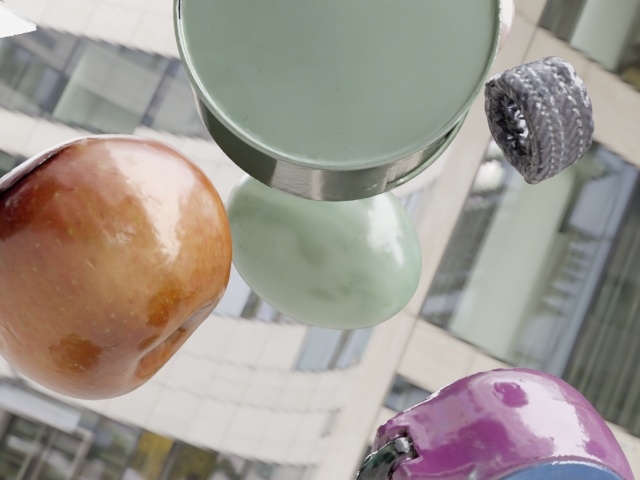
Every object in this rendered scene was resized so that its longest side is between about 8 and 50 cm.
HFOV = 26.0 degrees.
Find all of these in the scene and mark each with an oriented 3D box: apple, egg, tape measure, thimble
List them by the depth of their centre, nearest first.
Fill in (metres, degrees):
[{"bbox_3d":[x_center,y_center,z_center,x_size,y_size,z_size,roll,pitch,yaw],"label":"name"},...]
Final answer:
[{"bbox_3d":[0.139,0.224,1.176,0.245,0.232,0.149,-7,34,-14],"label":"tape measure"},{"bbox_3d":[0.187,-0.109,1.192,0.095,0.066,0.104,51,-18,44],"label":"thimble"},{"bbox_3d":[-0.199,0.025,1.286,0.206,0.251,0.272,53,-47,14],"label":"apple"},{"bbox_3d":[0.000,0.000,1.706,0.282,0.203,0.203,34,-6,36],"label":"egg"}]

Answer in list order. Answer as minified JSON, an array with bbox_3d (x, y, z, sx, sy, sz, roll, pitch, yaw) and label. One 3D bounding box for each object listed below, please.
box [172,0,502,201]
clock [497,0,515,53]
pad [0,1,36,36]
[{"bbox_3d":[0.011,-0.149,1.016,0.226,0.226,0.149,23,-7,2],"label":"box"},{"bbox_3d":[0.123,-0.282,1.745,0.114,0.309,0.284,23,-46,-18],"label":"clock"},{"bbox_3d":[-0.418,-0.228,1.396,0.156,0.004,0.232,33,35,28],"label":"pad"}]
